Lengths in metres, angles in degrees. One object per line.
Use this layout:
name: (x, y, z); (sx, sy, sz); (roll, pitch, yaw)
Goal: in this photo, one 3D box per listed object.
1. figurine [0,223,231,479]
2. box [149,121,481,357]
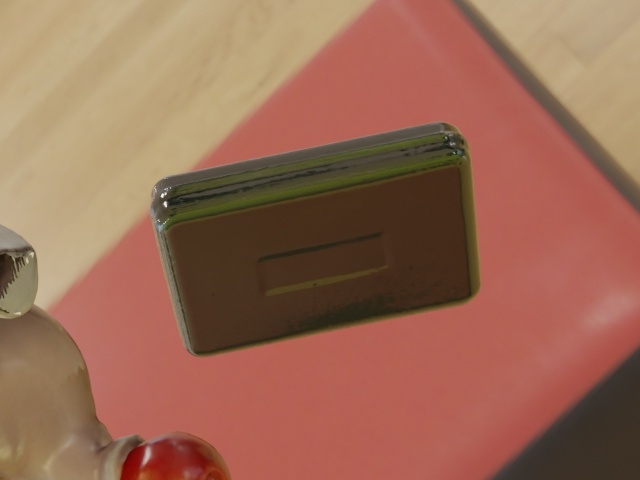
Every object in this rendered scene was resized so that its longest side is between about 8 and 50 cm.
figurine: (-0.185, 0.086, 0.693); (0.287, 0.176, 0.186); (-13, 81, 30)
box: (0.000, 0.000, 1.303); (0.230, 0.160, 0.050); (-12, 42, -3)
